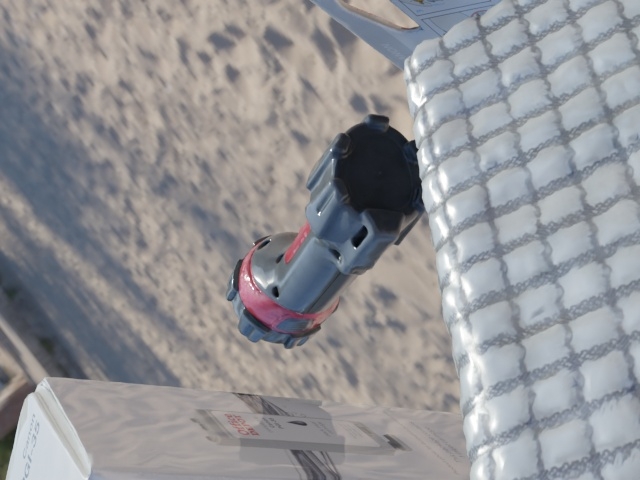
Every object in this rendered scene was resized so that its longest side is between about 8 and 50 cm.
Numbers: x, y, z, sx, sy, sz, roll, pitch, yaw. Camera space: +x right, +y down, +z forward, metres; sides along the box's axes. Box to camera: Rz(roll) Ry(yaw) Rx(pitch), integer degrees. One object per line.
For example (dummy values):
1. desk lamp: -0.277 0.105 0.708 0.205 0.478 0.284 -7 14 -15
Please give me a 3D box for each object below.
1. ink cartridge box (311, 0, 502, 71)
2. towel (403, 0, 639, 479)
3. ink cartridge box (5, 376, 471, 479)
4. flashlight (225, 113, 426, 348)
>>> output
1. ink cartridge box: 0.102 -0.175 0.588 0.261 0.066 0.296 3 163 44
2. towel: 0.180 -0.013 0.351 0.121 0.283 0.235 36 -144 -43
3. ink cartridge box: -0.027 0.200 0.558 0.117 0.283 0.207 29 107 60
4. flashlight: 0.000 0.000 0.836 0.103 0.103 0.304 43 151 5
